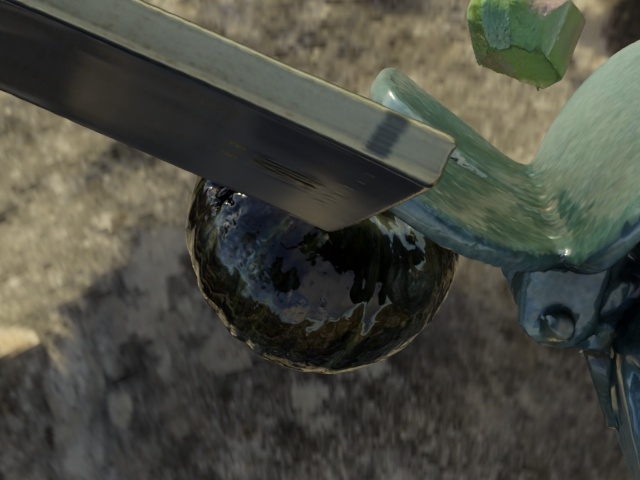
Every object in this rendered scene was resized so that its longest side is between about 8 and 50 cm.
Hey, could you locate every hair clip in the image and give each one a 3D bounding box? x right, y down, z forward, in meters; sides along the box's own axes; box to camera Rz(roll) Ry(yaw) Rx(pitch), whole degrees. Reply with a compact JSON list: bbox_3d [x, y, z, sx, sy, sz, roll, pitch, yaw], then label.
[{"bbox_3d":[0.195,-0.019,1.095,0.238,0.318,0.392,-36,102,10],"label":"hair clip"}]

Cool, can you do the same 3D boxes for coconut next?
[{"bbox_3d":[0.145,-0.155,1.392,0.082,0.083,0.081,19,81,-5],"label":"coconut"}]

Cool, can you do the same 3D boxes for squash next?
[{"bbox_3d":[0.003,-0.003,1.290,0.193,0.156,0.193,13,26,-6],"label":"squash"}]

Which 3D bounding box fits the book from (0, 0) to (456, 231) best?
[{"bbox_3d":[-0.093,-0.072,0.775,0.269,0.191,0.025,23,82,-8],"label":"book"}]
